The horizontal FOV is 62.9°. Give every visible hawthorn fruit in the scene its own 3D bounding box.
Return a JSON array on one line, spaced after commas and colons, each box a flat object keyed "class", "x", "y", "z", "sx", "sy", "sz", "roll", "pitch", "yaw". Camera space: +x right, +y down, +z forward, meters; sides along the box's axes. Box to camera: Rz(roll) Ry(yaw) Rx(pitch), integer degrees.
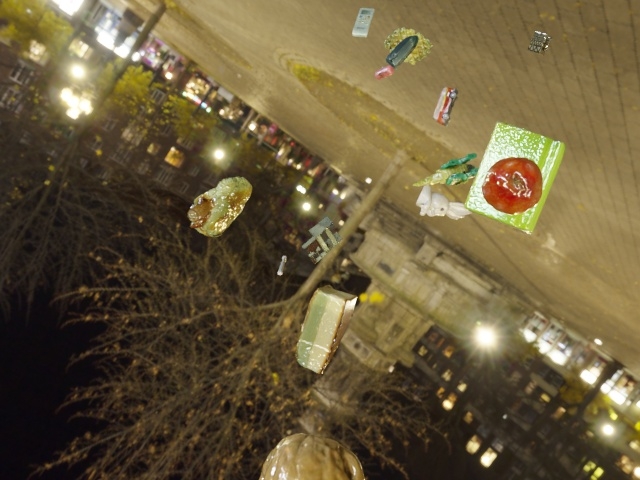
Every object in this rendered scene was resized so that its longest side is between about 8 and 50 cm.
[{"class": "hawthorn fruit", "x": 0.400, "y": -0.120, "z": 1.097, "sx": 0.140, "sy": 0.125, "sz": 0.125, "roll": 20, "pitch": -165, "yaw": -45}]

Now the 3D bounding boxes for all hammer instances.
[{"class": "hammer", "x": 0.258, "y": -0.682, "z": 2.122, "sx": 0.043, "sy": 0.043, "sz": 0.083, "roll": 31, "pitch": 155, "yaw": -35}]

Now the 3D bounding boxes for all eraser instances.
[{"class": "eraser", "x": 0.558, "y": -0.182, "z": 1.501, "sx": 0.210, "sy": 0.274, "sz": 0.092, "roll": 24, "pitch": -174, "yaw": 22}]

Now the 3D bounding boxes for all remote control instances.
[{"class": "remote control", "x": 0.172, "y": -0.869, "z": 2.089, "sx": 0.061, "sy": 0.162, "sz": 0.029, "roll": 11, "pitch": 148, "yaw": 11}]

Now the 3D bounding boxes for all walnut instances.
[{"class": "walnut", "x": -0.021, "y": 0.533, "z": 1.068, "sx": 0.257, "sy": 0.257, "sz": 0.224, "roll": 38, "pitch": 174, "yaw": 32}]

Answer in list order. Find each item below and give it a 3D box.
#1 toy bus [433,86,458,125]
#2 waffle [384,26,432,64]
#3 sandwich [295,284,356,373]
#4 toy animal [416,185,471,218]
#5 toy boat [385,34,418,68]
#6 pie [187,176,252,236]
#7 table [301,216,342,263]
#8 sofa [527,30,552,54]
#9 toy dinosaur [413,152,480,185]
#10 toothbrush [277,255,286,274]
[{"class": "toy bus", "x": 0.586, "y": -0.629, "z": 2.455, "sx": 0.077, "sy": 0.174, "sz": 0.079, "roll": 22, "pitch": -169, "yaw": 21}, {"class": "waffle", "x": 0.358, "y": -0.798, "z": 2.135, "sx": 0.183, "sy": 0.169, "sz": 0.036, "roll": 40, "pitch": 157, "yaw": 14}, {"class": "sandwich", "x": 0.017, "y": 0.248, "z": 1.499, "sx": 0.108, "sy": 0.220, "sz": 0.186, "roll": 20, "pitch": -177, "yaw": 13}, {"class": "toy animal", "x": 0.494, "y": -0.128, "z": 2.107, "sx": 0.220, "sy": 0.131, "sz": 0.104, "roll": 28, "pitch": 143, "yaw": 5}, {"class": "toy boat", "x": 0.300, "y": -0.685, "z": 1.881, "sx": 0.055, "sy": 0.141, "sz": 0.060, "roll": 45, "pitch": -174, "yaw": 18}, {"class": "pie", "x": -0.370, "y": -0.127, "z": 1.988, "sx": 0.105, "sy": 0.274, "sz": 0.257, "roll": 42, "pitch": 173, "yaw": 22}, {"class": "table", "x": 0.000, "y": 0.000, "z": 2.340, "sx": 0.062, "sy": 0.175, "sz": 0.146, "roll": 48, "pitch": 175, "yaw": 36}, {"class": "sofa", "x": 0.654, "y": -0.586, "z": 1.556, "sx": 0.039, "sy": 0.060, "sz": 0.118, "roll": 26, "pitch": -155, "yaw": 22}, {"class": "toy dinosaur", "x": 0.452, "y": -0.235, "z": 1.844, "sx": 0.153, "sy": 0.259, "sz": 0.094, "roll": 140, "pitch": 113, "yaw": -69}, {"class": "toothbrush", "x": -0.205, "y": 0.131, "z": 2.809, "sx": 0.025, "sy": 0.030, "sz": 0.342, "roll": -3, "pitch": -169, "yaw": 0}]
